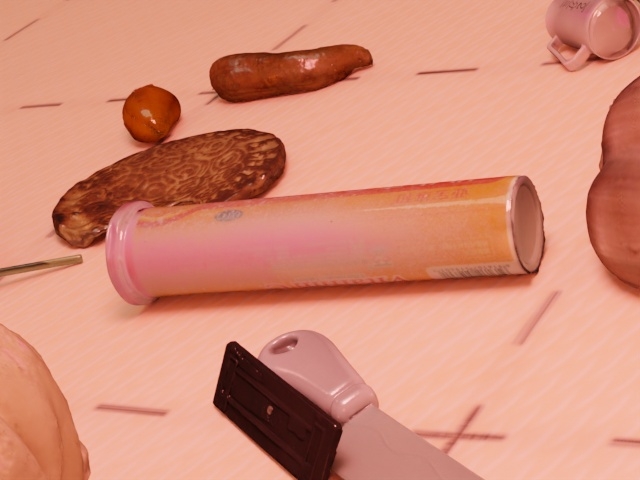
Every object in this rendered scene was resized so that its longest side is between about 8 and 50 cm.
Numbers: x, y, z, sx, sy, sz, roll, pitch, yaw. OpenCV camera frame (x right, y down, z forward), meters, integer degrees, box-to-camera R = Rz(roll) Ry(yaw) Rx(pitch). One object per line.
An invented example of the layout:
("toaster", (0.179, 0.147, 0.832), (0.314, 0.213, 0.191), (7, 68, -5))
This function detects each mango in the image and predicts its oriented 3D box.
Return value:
("mango", (-0.228, -0.170, 1.949), (0.077, 0.063, 0.127), (-9, 27, 3))

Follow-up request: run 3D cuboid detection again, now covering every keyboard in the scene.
("keyboard", (-0.039, 0.143, 1.198), (0.013, 0.061, 0.204), (10, 10, -31))

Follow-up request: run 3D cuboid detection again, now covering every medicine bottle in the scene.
("medicine bottle", (0.000, 0.000, 1.408), (0.426, 0.108, 0.108), (-4, 29, 25))

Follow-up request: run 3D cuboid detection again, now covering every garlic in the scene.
("garlic", (0.351, -0.055, 1.268), (0.237, 0.210, 0.292), (6, 1, -39))

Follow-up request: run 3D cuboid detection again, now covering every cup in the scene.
("cup", (0.315, -0.248, 1.740), (0.104, 0.074, 0.116), (-53, 27, -4))

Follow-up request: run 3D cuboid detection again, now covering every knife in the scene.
("knife", (0.035, 0.153, 1.151), (0.080, 0.044, 0.331), (-29, 30, -16))

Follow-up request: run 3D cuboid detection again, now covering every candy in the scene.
("candy", (-0.413, 0.043, 1.647), (0.288, 0.084, 0.078), (-12, 21, -2))

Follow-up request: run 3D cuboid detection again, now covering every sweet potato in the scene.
("sweet potato", (-0.048, -0.228, 1.949), (0.233, 0.062, 0.081), (-5, 27, 20))

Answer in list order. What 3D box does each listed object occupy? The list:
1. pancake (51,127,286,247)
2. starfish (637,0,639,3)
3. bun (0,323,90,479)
("pancake", (-0.179, -0.064, 1.740), (0.288, 0.033, 0.286), (-27, 28, -16))
("starfish", (0.368, -0.318, 1.816), (0.208, 0.053, 0.176), (16, 10, 21))
("bun", (-0.282, 0.218, 0.986), (0.219, 0.365, 0.365), (27, 30, -5))
